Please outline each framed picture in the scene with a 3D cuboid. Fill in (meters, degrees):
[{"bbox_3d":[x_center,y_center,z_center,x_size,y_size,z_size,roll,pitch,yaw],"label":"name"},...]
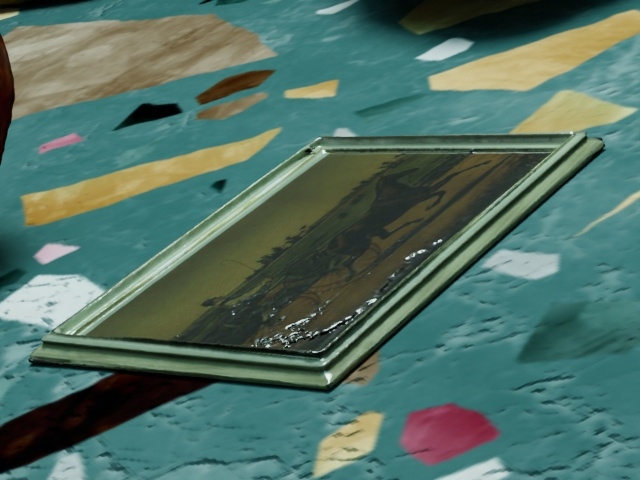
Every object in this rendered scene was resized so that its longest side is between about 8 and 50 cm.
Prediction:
[{"bbox_3d":[0.000,0.000,0.991,0.197,0.014,0.252,1,28,40],"label":"framed picture"}]

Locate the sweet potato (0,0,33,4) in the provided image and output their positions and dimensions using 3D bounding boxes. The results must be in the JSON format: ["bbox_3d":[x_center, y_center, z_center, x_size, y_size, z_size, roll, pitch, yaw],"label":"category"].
[{"bbox_3d":[-0.153,-0.262,1.655,0.346,0.079,0.108,-12,10,5],"label":"sweet potato"}]

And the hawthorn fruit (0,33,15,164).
[{"bbox_3d":[-0.304,-0.056,1.122,0.230,0.210,0.266,-10,-11,-28],"label":"hawthorn fruit"}]
